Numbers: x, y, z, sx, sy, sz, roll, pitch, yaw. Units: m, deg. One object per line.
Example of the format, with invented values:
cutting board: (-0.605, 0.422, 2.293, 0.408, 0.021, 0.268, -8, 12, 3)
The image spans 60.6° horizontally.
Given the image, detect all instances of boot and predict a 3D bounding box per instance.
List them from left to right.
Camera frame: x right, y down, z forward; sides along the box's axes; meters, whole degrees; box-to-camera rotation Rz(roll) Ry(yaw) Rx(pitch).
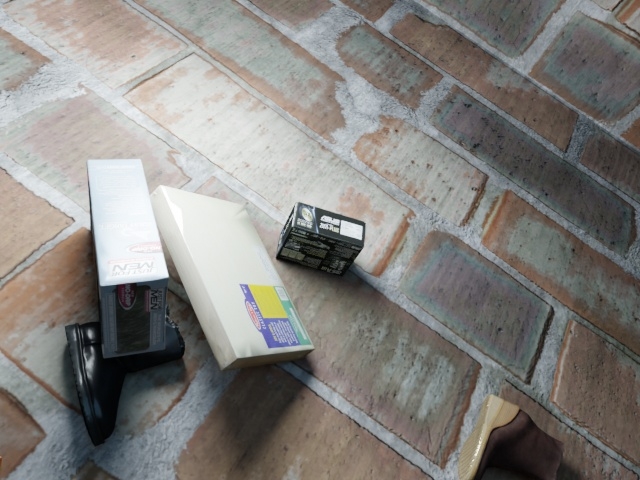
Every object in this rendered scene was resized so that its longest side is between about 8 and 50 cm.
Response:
boot: (-0.357, 0.239, 1.044, 0.207, 0.094, 0.246, -12, 57, -25)
boot: (0.428, 0.481, 1.208, 0.207, 0.090, 0.248, 36, 48, 7)

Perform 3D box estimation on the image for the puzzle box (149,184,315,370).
puzzle box: (-0.187, 0.076, 1.169, 0.272, 0.052, 0.409, 13, 44, -58)

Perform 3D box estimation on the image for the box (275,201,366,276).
box: (0.000, 0.000, 1.324, 0.180, 0.147, 0.077, 16, 53, -11)

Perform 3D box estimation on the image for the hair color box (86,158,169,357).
hair color box: (-0.381, 0.018, 1.060, 0.113, 0.185, 0.374, -5, 41, -24)
